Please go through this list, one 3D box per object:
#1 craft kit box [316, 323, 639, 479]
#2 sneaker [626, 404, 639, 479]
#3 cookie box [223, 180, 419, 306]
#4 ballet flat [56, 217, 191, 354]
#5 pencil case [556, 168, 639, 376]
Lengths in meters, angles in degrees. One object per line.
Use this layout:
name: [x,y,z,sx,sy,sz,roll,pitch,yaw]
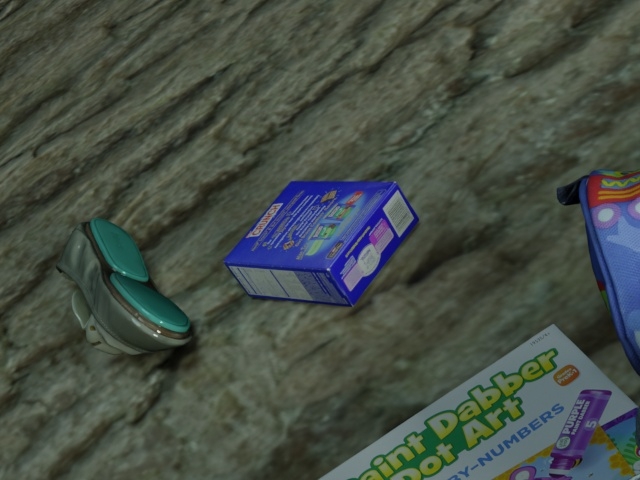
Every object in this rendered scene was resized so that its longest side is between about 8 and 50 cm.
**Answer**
craft kit box: [0.074,0.176,0.706,0.250,0.061,0.246,-34,27,-4]
sneaker: [0.199,0.071,0.619,0.125,0.104,0.262,13,26,27]
cookie box: [0.000,0.000,1.046,0.107,0.040,0.092,4,45,45]
ballet flat: [-0.150,0.049,1.103,0.068,0.072,0.213,-58,28,9]
pencil case: [0.282,-0.026,0.751,0.306,0.119,0.133,-22,10,18]
